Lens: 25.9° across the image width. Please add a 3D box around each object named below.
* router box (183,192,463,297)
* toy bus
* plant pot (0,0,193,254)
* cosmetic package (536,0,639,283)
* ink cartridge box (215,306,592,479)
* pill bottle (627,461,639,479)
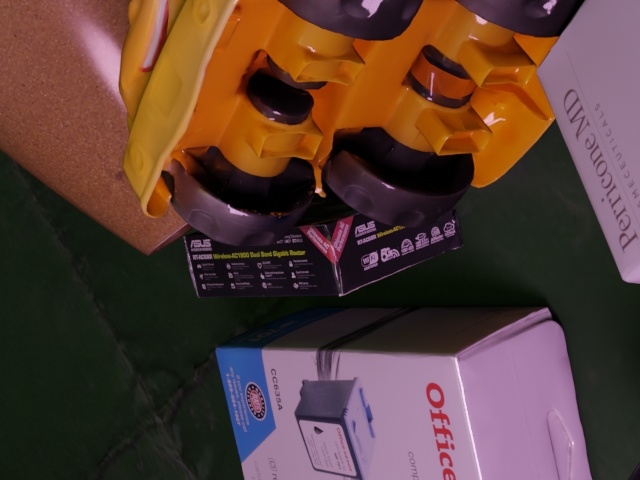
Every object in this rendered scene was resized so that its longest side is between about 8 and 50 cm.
[{"bbox_3d":[0.000,0.000,0.747,0.122,0.092,0.038,-3,102,48],"label":"router box"},{"bbox_3d":[-0.009,-0.123,0.626,0.211,0.220,0.149,56,135,27],"label":"toy bus"},{"bbox_3d":[-0.120,-0.127,0.758,0.254,0.237,0.237,55,138,-2],"label":"plant pot"},{"bbox_3d":[0.177,-0.092,0.491,0.231,0.085,0.117,-58,38,44],"label":"cosmetic package"},{"bbox_3d":[0.043,0.112,0.751,0.190,0.082,0.140,-4,101,50],"label":"ink cartridge box"},{"bbox_3d":[0.225,0.148,0.531,0.219,0.123,0.123,47,133,26],"label":"pill bottle"}]
